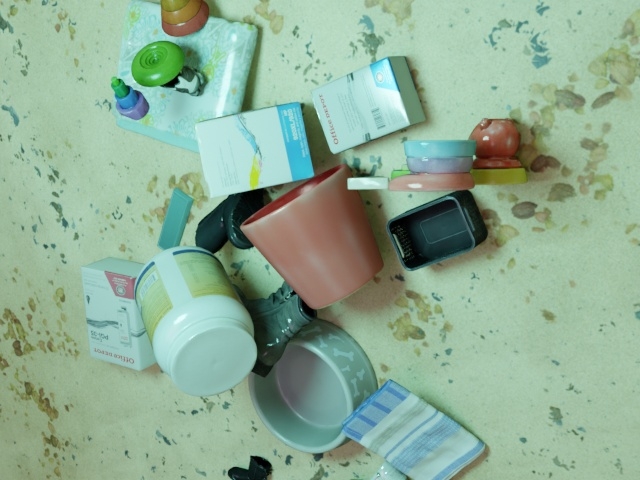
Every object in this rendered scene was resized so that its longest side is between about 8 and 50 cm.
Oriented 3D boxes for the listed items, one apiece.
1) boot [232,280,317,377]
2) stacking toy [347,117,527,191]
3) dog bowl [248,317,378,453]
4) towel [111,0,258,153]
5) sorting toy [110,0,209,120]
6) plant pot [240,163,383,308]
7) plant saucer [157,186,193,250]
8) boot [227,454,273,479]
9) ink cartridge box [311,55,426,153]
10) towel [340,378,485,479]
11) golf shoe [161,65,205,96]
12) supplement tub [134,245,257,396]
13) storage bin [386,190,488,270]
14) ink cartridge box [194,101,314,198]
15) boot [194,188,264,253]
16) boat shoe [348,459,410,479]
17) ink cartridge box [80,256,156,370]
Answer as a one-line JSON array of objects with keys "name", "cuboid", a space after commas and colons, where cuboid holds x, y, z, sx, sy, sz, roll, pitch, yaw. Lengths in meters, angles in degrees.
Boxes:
[{"name": "boot", "cuboid": [-0.126, 0.157, 1.878, 0.223, 0.118, 0.338, -49, 40, 10]}, {"name": "stacking toy", "cuboid": [0.224, -0.170, 1.495, 0.279, 0.308, 0.131, 5, 99, 42]}, {"name": "dog bowl", "cuboid": [-0.031, 0.371, 1.919, 0.348, 0.102, 0.349, 10, 109, 30]}, {"name": "towel", "cuboid": [-0.341, -0.395, 1.861, 0.374, 0.090, 0.321, 20, 107, 25]}, {"name": "sorting toy", "cuboid": [-0.368, -0.441, 1.685, 0.127, 0.366, 0.126, 11, 153, 22]}, {"name": "plant pot", "cuboid": [0.000, 0.000, 1.703, 0.274, 0.275, 0.243, -25, 100, 35]}, {"name": "plant saucer", "cuboid": [-0.395, -0.046, 2.070, 0.067, 0.018, 0.192, 33, 120, 20]}, {"name": "boot", "cuboid": [-0.196, 0.638, 2.138, 0.121, 0.045, 0.099, 25, 119, 16]}, {"name": "ink cartridge box", "cuboid": [0.100, -0.288, 1.642, 0.203, 0.086, 0.148, -16, 95, 35]}, {"name": "towel", "cuboid": [0.211, 0.455, 1.772, 0.285, 0.034, 0.209, 36, 121, -8]}, {"name": "golf shoe", "cuboid": [-0.362, -0.395, 1.774, 0.198, 0.094, 0.077, 25, 106, 26]}, {"name": "supplement tub", "cuboid": [-0.285, 0.180, 1.755, 0.316, 0.228, 0.228, 54, 133, 50]}, {"name": "storage bin", "cuboid": [0.247, -0.022, 1.634, 0.180, 0.084, 0.122, -22, 92, 36]}, {"name": "ink cartridge box", "cuboid": [-0.146, -0.205, 1.711, 0.232, 0.171, 0.168, -12, 101, -2]}, {"name": "boot", "cuboid": [-0.224, -0.021, 1.859, 0.094, 0.247, 0.207, 28, 126, -25]}, {"name": "boat shoe", "cuboid": [0.100, 0.639, 1.926, 0.277, 0.098, 0.096, -44, 79, 24]}, {"name": "ink cartridge box", "cuboid": [-0.557, 0.207, 2.187, 0.207, 0.117, 0.283, 8, 109, 30]}]
